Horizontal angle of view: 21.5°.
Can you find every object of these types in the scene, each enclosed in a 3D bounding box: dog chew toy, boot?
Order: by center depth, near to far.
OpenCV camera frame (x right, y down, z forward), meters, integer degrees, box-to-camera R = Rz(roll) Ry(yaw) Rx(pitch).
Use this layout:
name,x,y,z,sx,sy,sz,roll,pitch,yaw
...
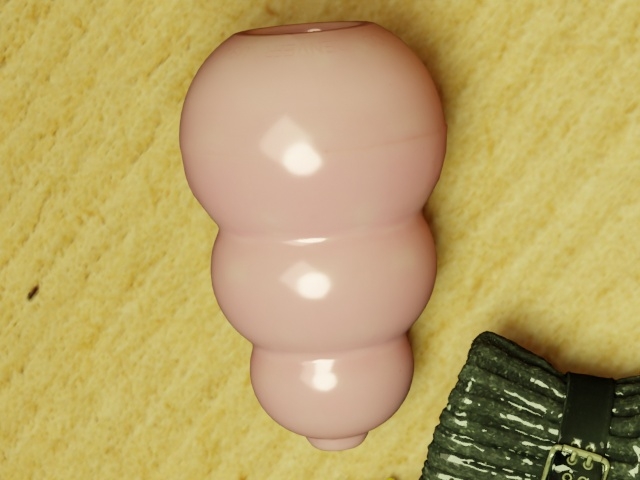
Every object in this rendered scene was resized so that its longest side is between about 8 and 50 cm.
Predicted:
name,x,y,z,sx,sy,sz,roll,pitch,yaw
boot,0.235,0.114,1.255,0.260,0.131,0.348,28,104,17
dog chew toy,0.000,0.000,1.312,0.206,0.206,0.332,0,102,22

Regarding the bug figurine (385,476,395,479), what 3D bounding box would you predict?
name,x,y,z,sx,sy,sz,roll,pitch,yaw
bug figurine,0.045,0.344,1.378,0.216,0.072,0.279,40,112,21
